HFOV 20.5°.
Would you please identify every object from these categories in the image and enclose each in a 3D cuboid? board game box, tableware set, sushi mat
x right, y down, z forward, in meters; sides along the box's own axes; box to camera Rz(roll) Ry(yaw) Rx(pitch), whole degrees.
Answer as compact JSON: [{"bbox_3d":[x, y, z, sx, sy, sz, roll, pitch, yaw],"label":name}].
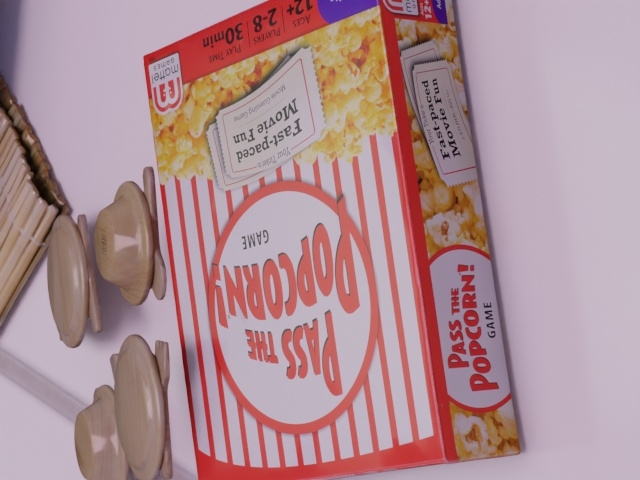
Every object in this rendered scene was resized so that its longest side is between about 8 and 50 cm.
[{"bbox_3d":[0.000,0.000,0.712,0.146,0.045,0.194,-17,78,46],"label":"board game box"},{"bbox_3d":[-0.095,0.046,0.804,0.168,0.020,0.141,149,115,-64],"label":"tableware set"},{"bbox_3d":[-0.238,0.039,0.987,0.151,0.019,0.316,56,128,32],"label":"sushi mat"}]
